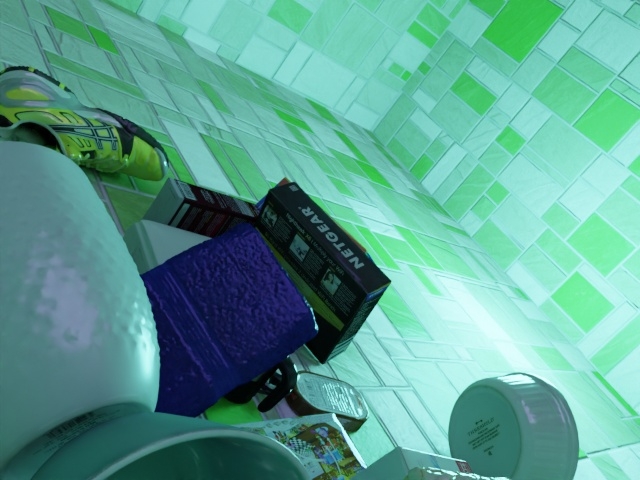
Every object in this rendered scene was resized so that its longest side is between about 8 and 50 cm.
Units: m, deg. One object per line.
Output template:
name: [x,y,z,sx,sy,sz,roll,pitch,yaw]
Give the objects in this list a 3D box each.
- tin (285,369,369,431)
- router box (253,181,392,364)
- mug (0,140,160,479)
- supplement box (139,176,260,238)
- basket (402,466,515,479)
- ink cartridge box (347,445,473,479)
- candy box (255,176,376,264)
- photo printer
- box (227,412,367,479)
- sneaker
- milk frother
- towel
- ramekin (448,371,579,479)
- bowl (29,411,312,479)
tin: [0.015,0.306,1.175,0.190,0.040,0.106,23,30,-34]
router box: [-0.026,0.068,1.297,0.081,0.243,0.309,-23,61,-43]
mug: [-0.374,0.110,0.679,0.374,0.276,0.328,-20,60,-31]
supplement box: [-0.247,-0.039,1.325,0.239,0.130,0.073,17,29,-46]
basket: [0.183,0.468,0.705,0.331,0.328,0.266,22,24,-36]
ink cartridge box: [0.145,0.400,0.909,0.176,0.128,0.127,26,31,-38]
candy box: [0.000,0.000,1.532,0.268,0.122,0.317,44,2,14]
photo printer: [-0.200,0.098,1.150,0.307,0.107,0.256,19,28,-41]
box: [-0.033,0.368,0.931,0.293,0.057,0.201,13,32,-49]
sneaker: [-0.502,-0.203,1.299,0.385,0.145,0.147,26,55,-36]
milk frother: [-0.088,0.209,1.062,0.129,0.135,0.143,42,22,6]
towel: [-0.180,0.128,0.934,0.308,0.076,0.227,-30,80,-26]
ramekin: [0.378,0.405,1.263,0.127,0.273,0.273,11,32,-28]
bowl: [-0.170,0.295,0.592,0.311,0.311,0.163,21,-2,-39]
